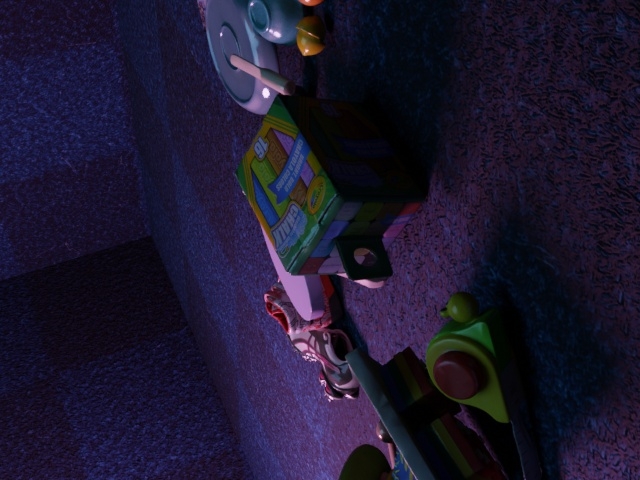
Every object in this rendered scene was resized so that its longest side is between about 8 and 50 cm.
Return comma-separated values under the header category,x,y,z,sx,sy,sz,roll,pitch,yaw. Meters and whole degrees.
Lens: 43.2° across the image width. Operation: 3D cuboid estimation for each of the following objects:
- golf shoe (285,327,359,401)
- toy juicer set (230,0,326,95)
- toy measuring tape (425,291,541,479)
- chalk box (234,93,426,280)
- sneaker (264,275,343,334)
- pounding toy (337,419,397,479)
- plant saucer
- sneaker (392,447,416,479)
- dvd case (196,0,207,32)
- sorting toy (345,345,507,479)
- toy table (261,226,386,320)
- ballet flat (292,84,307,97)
category,x,y,z,sx,sy,sz,roll,pitch,yaw
golf shoe,0.017,0.230,1.801,0.273,0.105,0.120,49,134,40
toy juicer set,-0.055,-0.385,1.428,0.209,0.089,0.329,50,146,22
toy measuring tape,0.223,0.221,1.131,0.121,0.121,0.330,24,135,66
chalk box,0.023,-0.064,1.256,0.179,0.180,0.289,-57,51,35
sneaker,-0.066,0.077,1.780,0.090,0.144,0.270,111,138,-63
pounding toy,0.129,0.480,1.571,0.110,0.237,0.183,6,126,32
plant saucer,-0.182,-0.424,1.765,0.318,0.043,0.318,49,150,41
sneaker,0.163,0.432,1.479,0.091,0.126,0.240,103,144,-57
dvd case,-0.254,-0.576,1.909,0.253,0.022,0.181,35,141,61
sorting toy,0.174,0.281,1.229,0.256,0.089,0.257,58,-172,30
toy table,0.000,0.000,1.493,0.252,0.160,0.274,120,130,-67
ballet flat,-0.046,-0.223,1.580,0.203,0.074,0.074,87,157,-54
